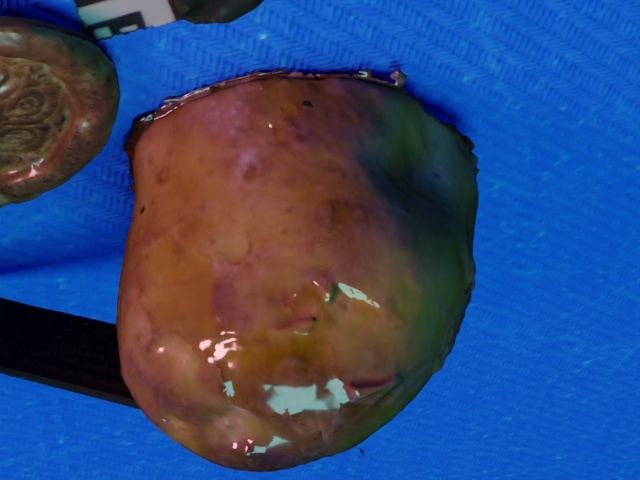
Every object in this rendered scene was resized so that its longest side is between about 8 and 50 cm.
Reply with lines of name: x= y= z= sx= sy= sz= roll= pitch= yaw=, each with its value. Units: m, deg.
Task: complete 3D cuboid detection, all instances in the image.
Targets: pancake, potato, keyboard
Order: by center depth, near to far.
pancake: x=-0.256 y=-0.082 z=1.191 sx=0.250 sy=0.031 sz=0.250 roll=-12 pitch=156 yaw=-6
potato: x=-0.005 y=0.048 z=1.288 sx=0.288 sy=0.237 sz=0.301 roll=-27 pitch=138 yaw=15
keyboard: x=-0.140 y=0.109 z=1.377 sx=0.381 sy=0.103 sz=0.041 roll=19 pitch=123 yaw=-3

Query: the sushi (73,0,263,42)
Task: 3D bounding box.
sushi: x=0.015 y=-0.207 z=1.032 sx=0.373 sy=0.100 sz=0.296 roll=-14 pitch=151 yaw=-1
